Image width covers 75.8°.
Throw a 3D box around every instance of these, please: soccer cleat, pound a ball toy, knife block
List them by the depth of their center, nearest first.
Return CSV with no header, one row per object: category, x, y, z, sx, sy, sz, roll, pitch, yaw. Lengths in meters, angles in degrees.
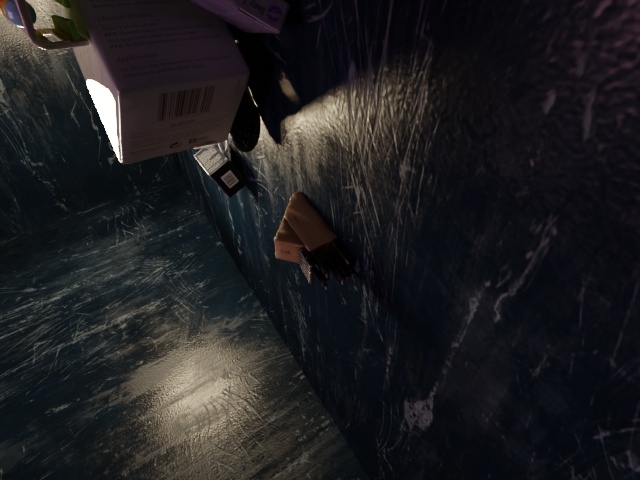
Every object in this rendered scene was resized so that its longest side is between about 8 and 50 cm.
pound a ball toy,-0.642,-0.556,0.906,0.319,0.135,0.208,38,138,40
knife block,0.000,0.000,1.186,0.088,0.241,0.276,94,-170,-51
soccer cleat,-0.267,-0.438,1.285,0.116,0.108,0.319,33,139,60

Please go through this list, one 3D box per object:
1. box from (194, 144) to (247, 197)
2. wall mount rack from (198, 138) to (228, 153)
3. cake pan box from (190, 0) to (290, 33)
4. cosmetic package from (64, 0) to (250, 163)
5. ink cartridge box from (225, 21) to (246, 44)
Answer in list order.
box,-0.428,-0.306,1.764,0.207,0.108,0.153,45,174,43
wall mount rack,-0.456,-0.528,1.632,0.304,0.130,0.350,-88,-7,-51
cake pan box,-0.215,-0.519,0.854,0.070,0.266,0.246,-63,33,15
cosmetic package,-0.441,-0.481,1.097,0.394,0.329,0.327,64,151,8
ink cartridge box,-0.317,-0.691,1.174,0.333,0.065,0.165,49,154,35
